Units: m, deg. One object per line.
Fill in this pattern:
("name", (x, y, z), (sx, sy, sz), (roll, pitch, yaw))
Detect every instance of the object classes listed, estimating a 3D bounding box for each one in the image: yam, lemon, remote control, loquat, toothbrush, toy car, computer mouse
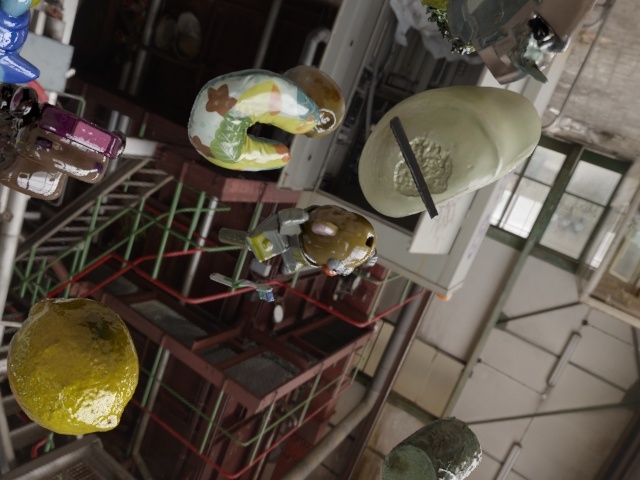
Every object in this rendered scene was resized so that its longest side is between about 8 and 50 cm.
("yam", (0.262, 0.500, 1.117), (0.254, 0.154, 0.154), (-11, -148, -42))
("lemon", (-0.425, 0.212, 0.850), (0.260, 0.204, 0.204), (55, -157, 13))
("remote control", (0.211, -0.163, 1.110), (0.063, 0.025, 0.246), (-75, -40, -74))
("loquat", (-0.029, -0.380, 1.338), (0.179, 0.179, 0.228), (11, -146, -35))
("yam", (-0.243, -0.008, 1.434), (0.132, 0.054, 0.054), (12, -174, 38))
("toothbrush", (-0.173, 0.090, 1.036), (0.030, 0.030, 0.303), (12, 178, -33))
("toy car", (-0.669, -0.219, 1.200), (0.340, 0.241, 0.271), (18, 176, 37))
("computer mouse", (0.304, -0.338, 0.711), (0.114, 0.199, 0.390), (20, -133, -23))

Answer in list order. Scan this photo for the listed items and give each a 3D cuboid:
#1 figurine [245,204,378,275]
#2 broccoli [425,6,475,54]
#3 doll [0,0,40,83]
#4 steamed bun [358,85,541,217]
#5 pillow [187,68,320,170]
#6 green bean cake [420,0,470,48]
("figurine", (-0.001, -0.001, 1.149), (0.284, 0.167, 0.342), (-4, -178, 36))
("broccoli", (0.481, -0.733, 1.457), (0.271, 0.334, 0.324), (17, -137, -15))
("doll", (-0.679, -0.449, 0.973), (0.186, 0.376, 0.366), (-5, -142, -39))
("steamed bun", (0.345, -0.270, 1.367), (0.455, 0.290, 0.371), (-22, -178, 44))
("pillow", (-0.118, -0.202, 0.847), (0.213, 0.233, 0.086), (7, -122, -31))
("green bean cake", (0.375, -0.602, 1.173), (0.201, 0.285, 0.310), (4, 154, 34))
